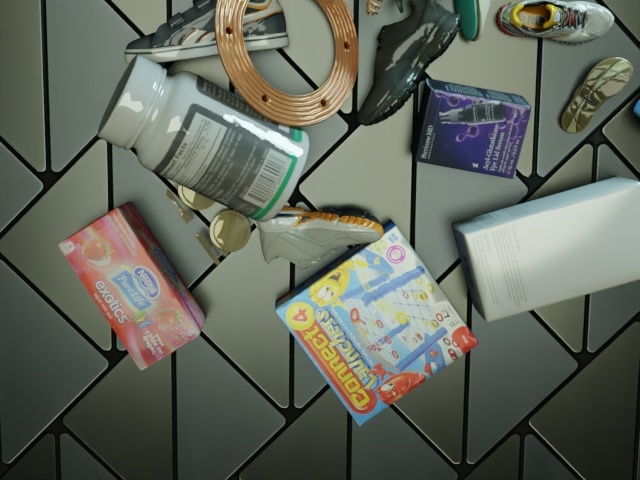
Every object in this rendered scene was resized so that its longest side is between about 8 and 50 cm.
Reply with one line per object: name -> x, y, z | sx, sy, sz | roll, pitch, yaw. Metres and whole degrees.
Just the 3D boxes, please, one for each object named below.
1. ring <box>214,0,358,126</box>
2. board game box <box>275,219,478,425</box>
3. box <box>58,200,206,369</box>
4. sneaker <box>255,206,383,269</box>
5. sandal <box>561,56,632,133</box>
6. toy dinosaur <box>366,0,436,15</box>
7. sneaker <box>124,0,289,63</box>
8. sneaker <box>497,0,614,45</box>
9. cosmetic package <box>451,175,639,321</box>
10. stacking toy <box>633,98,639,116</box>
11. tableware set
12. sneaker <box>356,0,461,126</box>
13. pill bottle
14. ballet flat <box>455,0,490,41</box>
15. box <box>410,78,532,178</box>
ring -> -0.063, -0.383, 1.821 | 0.336, 0.032, 0.337 | 5, 82, -37
board game box -> 0.114, 0.170, 1.968 | 0.302, 0.086, 0.308 | -36, 98, 4
box -> -0.371, 0.086, 1.912 | 0.142, 0.154, 0.300 | -31, 97, 3
sneaker -> 0.000, 0.000, 1.926 | 0.262, 0.099, 0.121 | 3, 109, 17
sandal -> 0.553, -0.297, 1.931 | 0.072, 0.049, 0.180 | 36, 111, -1
toy dinosaur -> 0.153, -0.548, 1.771 | 0.322, 0.164, 0.218 | -48, 134, -7
sneaker -> -0.228, -0.417, 1.853 | 0.321, 0.126, 0.127 | -11, 104, -11
sneaker -> 0.468, -0.431, 1.881 | 0.225, 0.093, 0.088 | 0, 99, -2
cosmetic package -> 0.473, 0.014, 1.919 | 0.365, 0.155, 0.197 | -15, 99, 0
stacking toy -> 0.780, -0.185, 1.915 | 0.175, 0.166, 0.302 | -32, 113, 2
tableware set -> -0.218, -0.063, 1.948 | 0.128, 0.039, 0.194 | -37, 104, -11
sneaker -> 0.152, -0.356, 1.892 | 0.130, 0.109, 0.286 | 37, 92, 5
pill bottle -> -0.221, -0.195, 1.808 | 0.361, 0.204, 0.204 | 26, 97, -19
ballet flat -> 0.298, -0.520, 1.875 | 0.086, 0.086, 0.248 | -16, 98, 1
box -> 0.295, -0.222, 1.889 | 0.207, 0.108, 0.153 | 9, 110, -3
